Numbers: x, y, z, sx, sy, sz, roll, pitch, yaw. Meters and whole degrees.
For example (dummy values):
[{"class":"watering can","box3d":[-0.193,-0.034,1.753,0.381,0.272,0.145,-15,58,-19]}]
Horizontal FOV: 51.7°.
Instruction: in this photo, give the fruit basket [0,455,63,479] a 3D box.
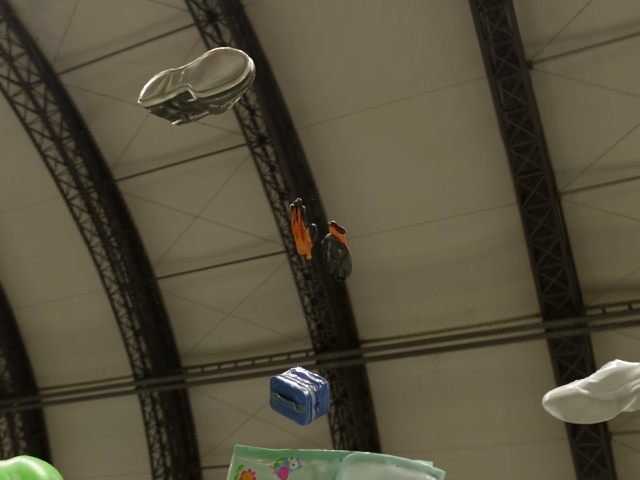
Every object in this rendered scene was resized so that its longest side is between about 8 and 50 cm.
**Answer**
[{"class":"fruit basket","box3d":[-0.339,0.347,0.597,0.282,0.392,0.393,1,-82,1]}]

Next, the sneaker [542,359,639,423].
[{"class":"sneaker","box3d":[0.489,0.250,1.136,0.212,0.094,0.080,-18,-57,25]}]

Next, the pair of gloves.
[{"class":"pair of gloves","box3d":[0.000,0.000,0.644,0.083,0.010,0.074,33,-35,34]}]

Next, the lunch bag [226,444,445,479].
[{"class":"lunch bag","box3d":[0.014,0.365,0.766,0.262,0.160,0.224,-4,-125,21]}]

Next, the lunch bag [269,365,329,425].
[{"class":"lunch bag","box3d":[-0.034,0.249,1.048,0.098,0.065,0.067,14,-69,43]}]

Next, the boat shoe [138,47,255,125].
[{"class":"boat shoe","box3d":[-0.220,-0.286,1.266,0.335,0.095,0.112,2,-117,44]}]
